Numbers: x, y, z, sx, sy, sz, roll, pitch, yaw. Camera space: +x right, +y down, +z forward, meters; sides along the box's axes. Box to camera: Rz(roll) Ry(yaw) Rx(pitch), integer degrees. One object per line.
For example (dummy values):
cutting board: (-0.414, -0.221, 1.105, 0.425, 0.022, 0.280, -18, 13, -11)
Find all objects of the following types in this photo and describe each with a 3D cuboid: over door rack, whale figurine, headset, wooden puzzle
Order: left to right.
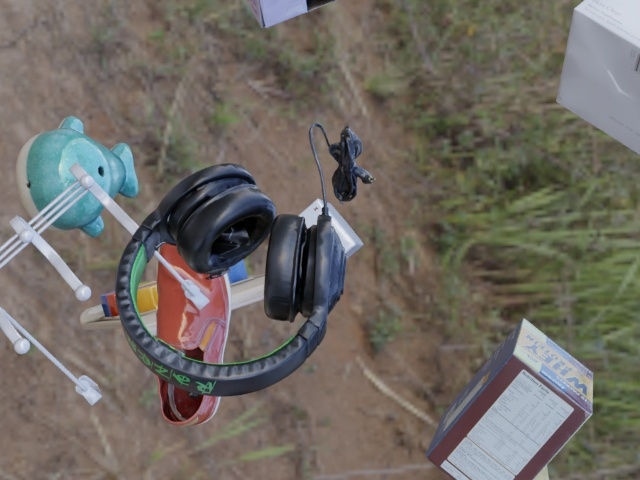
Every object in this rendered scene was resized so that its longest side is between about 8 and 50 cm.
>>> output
whale figurine: (-0.398, -0.114, 2.038, 0.272, 0.141, 0.216, -13, 93, -57)
over door rack: (-0.321, 0.078, 1.647, 0.324, 0.239, 0.108, 52, -5, -41)
wooden puzzle: (-0.282, 0.101, 2.308, 0.348, 0.322, 0.080, -1, -76, 60)
headset: (-0.068, 0.017, 1.384, 0.394, 0.243, 0.185, -53, 163, -26)

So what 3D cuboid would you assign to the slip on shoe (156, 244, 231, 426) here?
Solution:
slip on shoe: (-0.209, 0.139, 1.844, 0.101, 0.123, 0.331, -33, 126, -74)

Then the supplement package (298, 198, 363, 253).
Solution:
supplement package: (0.000, 0.000, 2.091, 0.105, 0.105, 0.179, 51, 5, 5)

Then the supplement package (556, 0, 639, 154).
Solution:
supplement package: (0.500, -0.241, 1.694, 0.145, 0.262, 0.204, -42, 153, -23)

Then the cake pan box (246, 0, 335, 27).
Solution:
cake pan box: (-0.021, -0.446, 1.712, 0.070, 0.246, 0.267, 78, -12, -56)

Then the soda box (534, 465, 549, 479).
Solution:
soda box: (0.360, 0.434, 2.137, 0.181, 0.058, 0.061, 110, -22, -65)

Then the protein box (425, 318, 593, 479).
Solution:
protein box: (0.277, 0.250, 1.690, 0.201, 0.136, 0.200, -53, 176, 16)
